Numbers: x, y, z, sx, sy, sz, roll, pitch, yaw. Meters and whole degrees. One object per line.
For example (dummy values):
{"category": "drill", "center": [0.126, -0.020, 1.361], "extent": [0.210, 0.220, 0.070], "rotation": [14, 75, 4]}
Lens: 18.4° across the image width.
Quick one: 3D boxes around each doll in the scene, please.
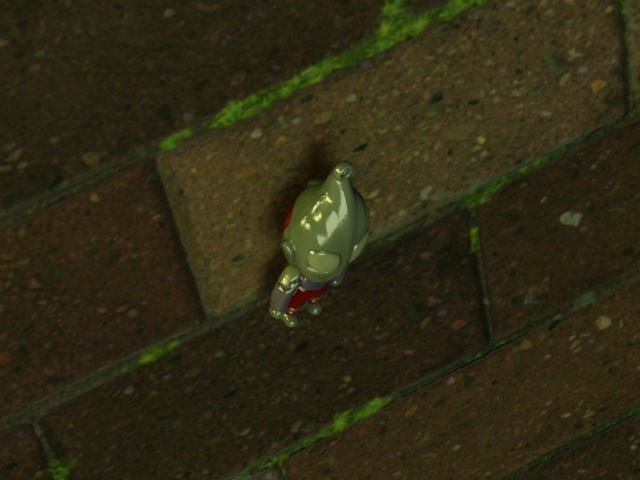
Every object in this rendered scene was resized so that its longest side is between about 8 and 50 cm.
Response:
{"category": "doll", "center": [0.000, 0.000, 1.935], "extent": [0.102, 0.075, 0.227], "rotation": [-27, 152, -35]}
